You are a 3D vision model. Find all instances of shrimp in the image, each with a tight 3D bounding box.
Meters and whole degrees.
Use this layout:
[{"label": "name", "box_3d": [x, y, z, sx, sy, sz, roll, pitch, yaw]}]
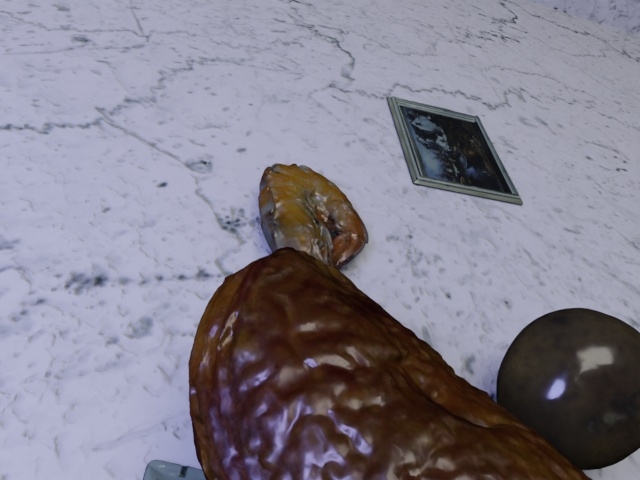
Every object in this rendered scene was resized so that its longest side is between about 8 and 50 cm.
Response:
[{"label": "shrimp", "box_3d": [0.000, 0.000, 0.704, 0.164, 0.062, 0.317, 8, 42, -20]}]

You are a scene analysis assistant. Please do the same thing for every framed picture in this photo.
[{"label": "framed picture", "box_3d": [0.263, -0.193, 1.042, 0.232, 0.019, 0.296, 8, 44, -15]}]

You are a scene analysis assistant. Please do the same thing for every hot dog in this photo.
[{"label": "hot dog", "box_3d": [0.054, 0.167, 0.394, 0.387, 0.174, 0.267, 39, 2, 35]}]

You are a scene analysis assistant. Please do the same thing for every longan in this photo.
[{"label": "longan", "box_3d": [0.284, 0.164, 0.581, 0.187, 0.167, 0.167, -27, 61, -29]}]

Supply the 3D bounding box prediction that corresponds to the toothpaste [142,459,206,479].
[{"label": "toothpaste", "box_3d": [-0.136, 0.272, 0.386, 0.064, 0.041, 0.218, 13, 39, -2]}]
